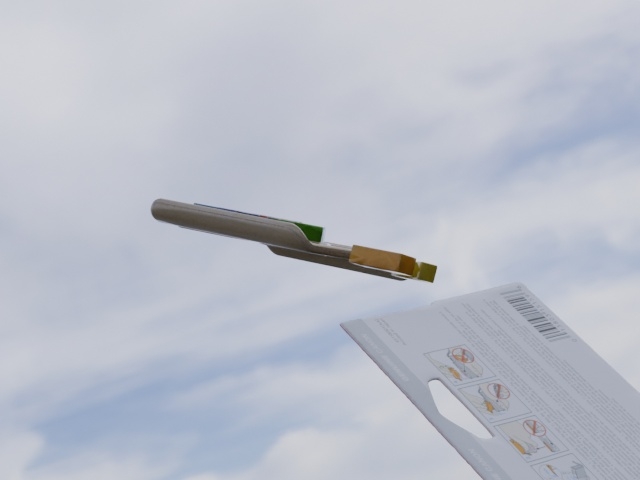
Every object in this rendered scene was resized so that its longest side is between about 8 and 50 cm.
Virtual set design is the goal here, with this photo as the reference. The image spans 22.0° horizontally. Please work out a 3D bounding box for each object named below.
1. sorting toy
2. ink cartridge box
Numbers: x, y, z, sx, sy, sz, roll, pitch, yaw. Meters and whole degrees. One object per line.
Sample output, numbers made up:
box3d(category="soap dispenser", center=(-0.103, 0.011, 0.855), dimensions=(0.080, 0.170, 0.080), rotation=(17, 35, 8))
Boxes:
box3d(category="sorting toy", center=(0.000, 0.000, 1.753), dimensions=(0.307, 0.041, 0.229), rotation=(11, -3, 36))
box3d(category="ink cartridge box", center=(0.177, 0.156, 1.487), dimensions=(0.239, 0.275, 0.060), rotation=(-11, -47, -37))
